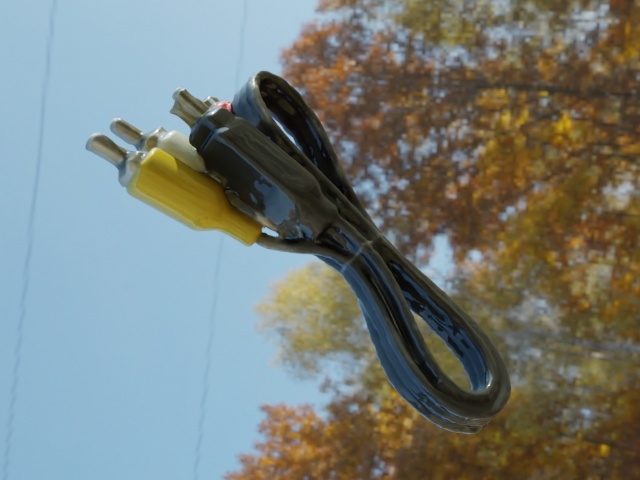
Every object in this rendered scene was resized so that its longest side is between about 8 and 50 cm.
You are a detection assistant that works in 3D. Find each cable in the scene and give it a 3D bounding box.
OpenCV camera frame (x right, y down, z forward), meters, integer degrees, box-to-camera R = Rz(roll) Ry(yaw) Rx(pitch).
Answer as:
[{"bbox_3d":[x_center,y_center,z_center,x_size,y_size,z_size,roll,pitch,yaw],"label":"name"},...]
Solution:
[{"bbox_3d":[0.000,0.000,0.683,0.072,0.287,0.139,-49,-3,39],"label":"cable"}]
